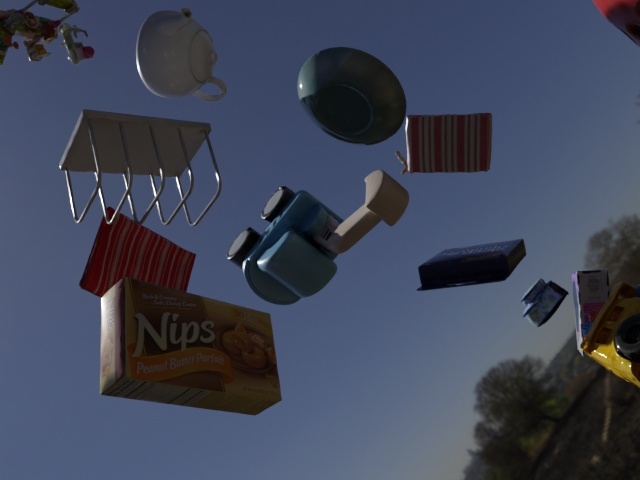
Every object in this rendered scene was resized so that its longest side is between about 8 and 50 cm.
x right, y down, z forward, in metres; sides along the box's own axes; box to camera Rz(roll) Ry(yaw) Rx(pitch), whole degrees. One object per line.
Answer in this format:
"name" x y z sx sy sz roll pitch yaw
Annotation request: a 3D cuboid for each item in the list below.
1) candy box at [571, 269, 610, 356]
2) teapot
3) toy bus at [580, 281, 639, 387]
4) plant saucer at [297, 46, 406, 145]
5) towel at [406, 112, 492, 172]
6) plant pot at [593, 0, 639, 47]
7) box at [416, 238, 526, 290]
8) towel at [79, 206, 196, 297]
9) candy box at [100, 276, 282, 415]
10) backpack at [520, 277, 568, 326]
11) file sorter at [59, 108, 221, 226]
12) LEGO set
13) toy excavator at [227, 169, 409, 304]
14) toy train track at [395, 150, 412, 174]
"candy box" 0.638 0.168 1.589 0.165 0.070 0.196 13 -106 -73
"teapot" -0.370 -0.505 1.866 0.256 0.187 0.252 -41 -43 -67
"toy bus" 0.554 0.140 1.169 0.220 0.149 0.211 -58 22 -5
"plant saucer" 0.045 -0.227 1.130 0.195 0.195 0.037 99 -167 -50
"towel" 0.301 -0.229 1.592 0.029 0.197 0.144 -71 -22 -62
"plant pot" 0.338 -0.281 0.644 0.191 0.174 0.191 -61 -2 -4
"box" 0.242 0.036 1.076 0.225 0.137 0.036 -22 -77 -65
"towel" -0.402 0.065 1.527 0.275 0.031 0.198 35 -123 -43
"candy box" -0.223 0.193 1.194 0.317 0.182 0.087 19 -44 -38
"backpack" 0.543 0.151 1.669 0.114 0.084 0.105 -56 -18 7
"file sorter" -0.379 -0.140 1.440 0.278 0.173 0.193 0 -30 -36
"LEGO set" -0.497 -0.354 1.161 0.107 0.132 0.287 -20 17 27
"toy excavator" 0.000 0.000 1.642 0.433 0.222 0.445 -51 21 4
"toy train track" 0.215 -0.196 1.708 0.014 0.083 0.048 14 -54 -45
